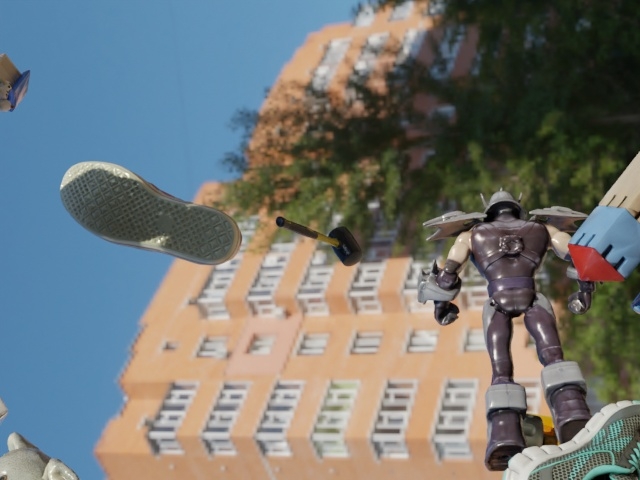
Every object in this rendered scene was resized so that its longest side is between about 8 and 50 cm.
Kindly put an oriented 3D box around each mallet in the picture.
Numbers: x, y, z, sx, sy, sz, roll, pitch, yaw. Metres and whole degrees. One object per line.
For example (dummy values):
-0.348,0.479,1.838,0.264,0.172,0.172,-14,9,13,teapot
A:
0.000,0.000,1.648,0.189,0.039,0.062,14,-144,-57,mallet

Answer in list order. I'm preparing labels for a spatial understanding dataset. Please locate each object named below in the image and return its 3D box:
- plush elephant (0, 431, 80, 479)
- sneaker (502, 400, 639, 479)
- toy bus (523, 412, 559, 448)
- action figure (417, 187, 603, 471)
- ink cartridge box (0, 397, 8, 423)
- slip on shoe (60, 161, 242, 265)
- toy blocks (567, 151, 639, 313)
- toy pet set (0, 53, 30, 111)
-0.389,0.365,1.299,0.330,0.272,0.255,1,-98,-32,plush elephant
0.221,0.177,0.824,0.166,0.076,0.065,-22,-67,-28,sneaker
0.254,0.309,1.118,0.220,0.149,0.211,-82,6,-75,toy bus
0.187,0.068,1.042,0.099,0.185,0.285,63,-159,-57,action figure
-0.578,0.233,1.598,0.117,0.283,0.207,-29,-98,-32,ink cartridge box
-0.276,-0.037,1.757,0.101,0.331,0.123,37,-108,-75,slip on shoe
0.417,0.016,1.034,0.381,0.191,0.261,42,-98,-17,toy blocks
-0.428,-0.177,1.379,0.065,0.122,0.114,57,-140,-35,toy pet set
